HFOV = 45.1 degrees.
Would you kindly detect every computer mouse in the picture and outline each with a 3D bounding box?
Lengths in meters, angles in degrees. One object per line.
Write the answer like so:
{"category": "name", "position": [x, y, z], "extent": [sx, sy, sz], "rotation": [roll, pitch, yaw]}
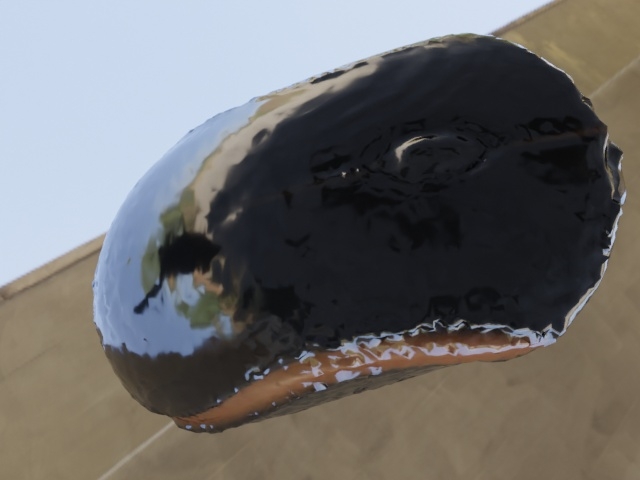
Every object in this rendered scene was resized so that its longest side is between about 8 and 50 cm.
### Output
{"category": "computer mouse", "position": [-0.003, -0.001, 0.422], "extent": [0.116, 0.323, 0.183], "rotation": [31, -137, -57]}
